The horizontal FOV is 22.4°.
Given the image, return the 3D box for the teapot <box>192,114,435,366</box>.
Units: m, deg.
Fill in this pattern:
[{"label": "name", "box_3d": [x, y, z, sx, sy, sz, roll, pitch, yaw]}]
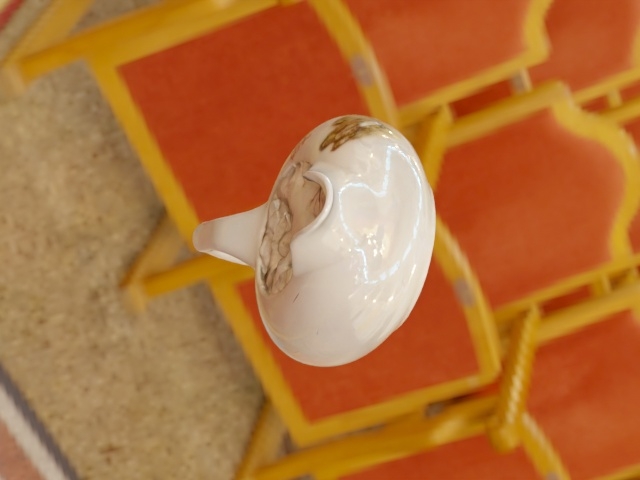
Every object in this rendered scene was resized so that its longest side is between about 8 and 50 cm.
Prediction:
[{"label": "teapot", "box_3d": [0.000, 0.000, 1.298, 0.139, 0.298, 0.204, 11, 75, -19]}]
